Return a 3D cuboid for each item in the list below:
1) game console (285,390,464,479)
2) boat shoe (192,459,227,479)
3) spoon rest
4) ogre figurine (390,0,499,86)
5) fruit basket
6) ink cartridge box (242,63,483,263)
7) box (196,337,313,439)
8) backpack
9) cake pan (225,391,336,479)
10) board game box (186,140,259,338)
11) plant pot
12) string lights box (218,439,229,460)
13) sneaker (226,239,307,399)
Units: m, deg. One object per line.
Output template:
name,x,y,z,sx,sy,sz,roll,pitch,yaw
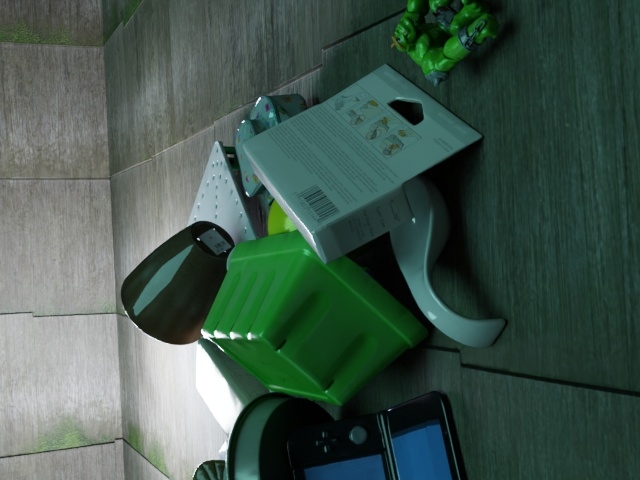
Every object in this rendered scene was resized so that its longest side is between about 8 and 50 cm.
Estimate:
game console,0.085,0.391,1.288,0.173,0.250,0.293,76,-177,-71
boat shoe,-0.094,0.457,1.647,0.089,0.285,0.105,43,-125,-65
spoon rest,0.150,0.023,1.199,0.137,0.084,0.276,111,146,-42
ogre figurine,0.156,-0.280,1.154,0.197,0.096,0.118,50,121,31
fruit basket,0.004,0.046,1.406,0.392,0.283,0.392,-43,16,16
ink cartridge box,0.054,-0.120,1.262,0.296,0.261,0.066,52,169,52
box,-0.142,0.307,1.801,0.311,0.148,0.121,-142,53,-61
backpack,-0.078,-0.172,1.617,0.166,0.144,0.188,133,133,-65
cake pan,-0.034,0.386,1.445,0.054,0.293,0.293,-23,68,33
board game box,-0.219,0.040,2.031,0.390,0.050,0.390,-65,36,39
plant pot,-0.284,0.072,1.912,0.230,0.215,0.215,-50,45,33
string lights box,-0.107,0.522,1.753,0.077,0.133,0.260,120,140,-52
sneaker,-0.079,0.157,1.694,0.182,0.127,0.316,98,151,-80
